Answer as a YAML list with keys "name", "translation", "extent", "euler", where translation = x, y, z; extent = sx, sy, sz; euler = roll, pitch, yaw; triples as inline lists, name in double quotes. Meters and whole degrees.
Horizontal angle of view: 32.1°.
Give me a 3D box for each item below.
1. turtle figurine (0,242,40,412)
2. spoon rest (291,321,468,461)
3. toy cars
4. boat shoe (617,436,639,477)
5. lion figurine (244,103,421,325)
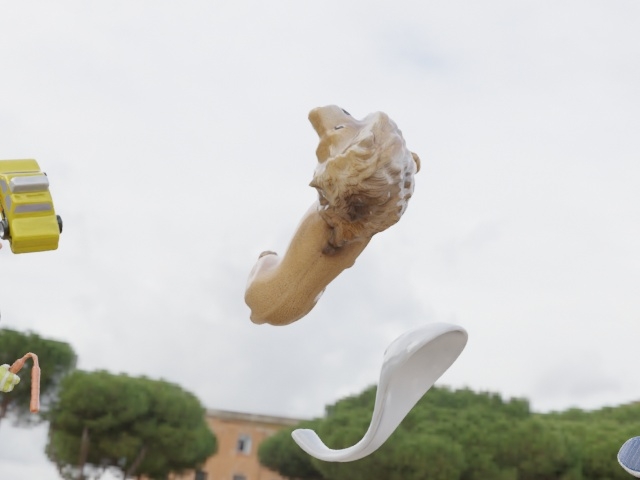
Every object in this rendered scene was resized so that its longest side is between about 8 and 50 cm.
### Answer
- name: "turtle figurine"
  translation: [-0.464, 0.126, 1.398]
  extent: [0.217, 0.269, 0.087]
  euler: [-33, -11, 30]
- name: "spoon rest"
  translation: [0.089, 0.206, 1.472]
  extent: [0.276, 0.084, 0.137]
  euler: [-42, -27, 17]
- name: "toy cars"
  translation: [-0.520, -0.005, 1.777]
  extent: [0.176, 0.394, 0.087]
  euler: [27, -43, -5]
- name: "boat shoe"
  translation: [0.538, 0.359, 1.725]
  extent: [0.066, 0.066, 0.183]
  euler: [40, -11, -22]
- name: "lion figurine"
  translation: [0.000, 0.000, 1.312]
  extent: [0.142, 0.240, 0.392]
  euler: [28, -60, 2]
